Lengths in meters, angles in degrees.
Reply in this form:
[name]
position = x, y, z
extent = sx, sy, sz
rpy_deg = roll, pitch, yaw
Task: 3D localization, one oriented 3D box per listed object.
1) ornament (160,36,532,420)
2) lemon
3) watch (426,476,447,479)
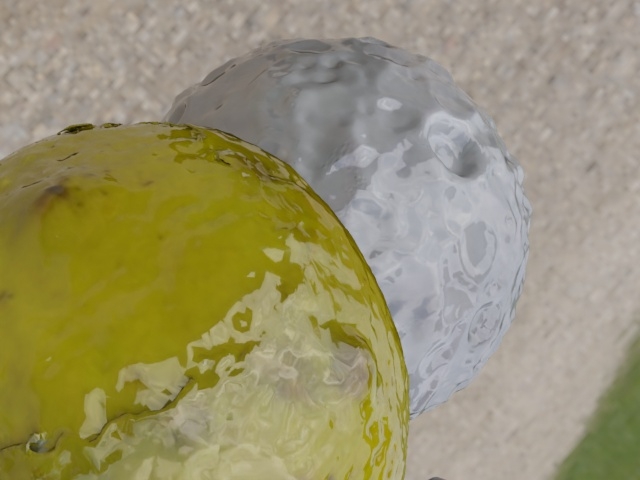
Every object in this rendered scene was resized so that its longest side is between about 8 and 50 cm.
[ornament]
position = 0.000, 0.000, 1.326
extent = 0.337, 0.337, 0.337
rpy_deg = -41, 160, -19
[lemon]
position = -0.107, 0.111, 1.021
extent = 0.350, 0.350, 0.387
rpy_deg = -40, 141, -23
[watch]
position = 0.054, 0.380, 1.349
extent = 0.274, 0.305, 0.241
rpy_deg = -39, 165, 30
